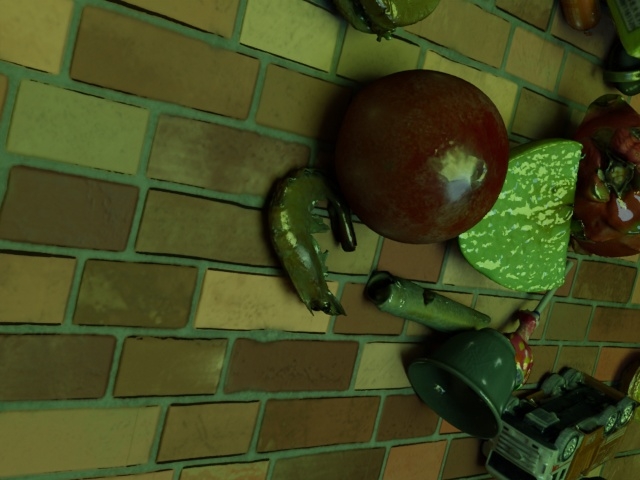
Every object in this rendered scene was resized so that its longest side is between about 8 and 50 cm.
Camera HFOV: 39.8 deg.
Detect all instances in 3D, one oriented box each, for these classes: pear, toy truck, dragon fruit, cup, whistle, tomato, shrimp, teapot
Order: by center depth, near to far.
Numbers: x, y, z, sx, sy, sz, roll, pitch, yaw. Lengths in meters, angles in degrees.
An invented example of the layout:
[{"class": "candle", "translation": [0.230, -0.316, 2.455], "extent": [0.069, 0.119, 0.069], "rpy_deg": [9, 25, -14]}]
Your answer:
[{"class": "tomato", "translation": [0.156, -0.125, 1.316], "extent": [0.265, 0.265, 0.265], "rpy_deg": [-16, 114, -40]}, {"class": "shrimp", "translation": [-0.001, 0.000, 1.348], "extent": [0.173, 0.058, 0.253], "rpy_deg": [-51, 130, -30]}, {"class": "whistle", "translation": [0.199, 0.124, 1.575], "extent": [0.326, 0.057, 0.068], "rpy_deg": [25, 95, -46]}, {"class": "cup", "translation": [0.279, 0.235, 1.588], "extent": [0.150, 0.199, 0.199], "rpy_deg": [-45, 130, -25]}, {"class": "pear", "translation": [0.329, -0.048, 1.596], "extent": [0.239, 0.139, 0.288], "rpy_deg": [-12, 117, -25]}, {"class": "dragon fruit", "translation": [0.550, -0.132, 1.664], "extent": [0.226, 0.305, 0.305], "rpy_deg": [35, 78, -37]}, {"class": "teapot", "translation": [0.648, -0.353, 1.802], "extent": [0.165, 0.119, 0.130], "rpy_deg": [-27, 120, -34]}, {"class": "toy truck", "translation": [0.512, 0.424, 1.897], "extent": [0.387, 0.173, 0.207], "rpy_deg": [-9, 119, -45]}]

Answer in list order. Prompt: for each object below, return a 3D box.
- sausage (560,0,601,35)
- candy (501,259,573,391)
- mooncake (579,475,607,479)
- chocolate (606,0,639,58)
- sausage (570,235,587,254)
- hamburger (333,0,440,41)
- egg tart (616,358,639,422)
[{"class": "sausage", "translation": [0.469, -0.477, 1.623], "extent": [0.071, 0.071, 0.234], "rpy_deg": [-45, 131, -24]}, {"class": "candy", "translation": [0.423, 0.160, 1.777], "extent": [0.365, 0.124, 0.124], "rpy_deg": [-49, 132, -31]}, {"class": "mooncake", "translation": [0.591, 0.668, 1.955], "extent": [0.351, 0.351, 0.187], "rpy_deg": [-6, 119, -43]}, {"class": "chocolate", "translation": [0.650, -0.478, 1.660], "extent": [0.288, 0.137, 0.301], "rpy_deg": [2, 67, -43]}, {"class": "sausage", "translation": [0.631, -0.082, 1.902], "extent": [0.300, 0.083, 0.089], "rpy_deg": [-49, 119, -22]}, {"class": "hamburger", "translation": [0.080, -0.397, 1.242], "extent": [0.215, 0.122, 0.189], "rpy_deg": [49, 63, -37]}, {"class": "egg tart", "translation": [0.809, 0.367, 2.230], "extent": [0.191, 0.074, 0.191], "rpy_deg": [-16, 115, -39]}]
